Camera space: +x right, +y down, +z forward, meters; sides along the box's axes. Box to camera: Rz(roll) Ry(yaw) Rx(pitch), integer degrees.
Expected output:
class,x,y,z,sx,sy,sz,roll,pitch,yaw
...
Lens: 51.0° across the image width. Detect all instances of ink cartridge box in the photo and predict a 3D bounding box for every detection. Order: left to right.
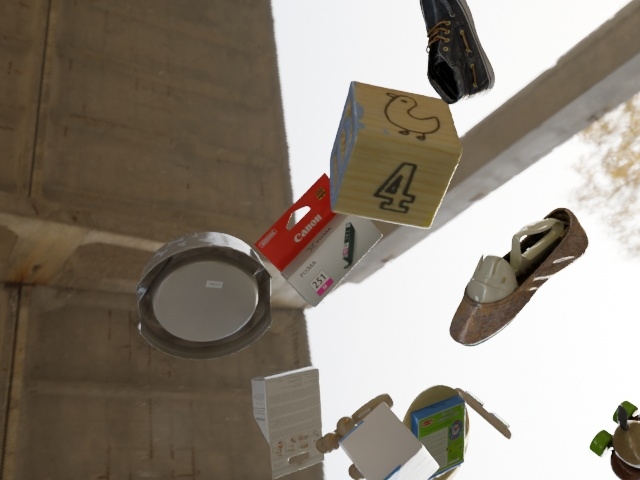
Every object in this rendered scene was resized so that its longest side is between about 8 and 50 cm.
class,x,y,z,sx,sy,sz,roll,pitch,yaw
ink cartridge box,-0.077,0.440,1.646,0.189,0.066,0.233,0,-91,-47
ink cartridge box,0.000,0.000,1.765,0.275,0.060,0.239,-46,-57,-8
ink cartridge box,0.105,0.321,0.993,0.090,0.092,0.143,44,171,36

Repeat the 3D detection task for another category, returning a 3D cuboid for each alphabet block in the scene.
class,x,y,z,sx,sy,sz,roll,pitch,yaw
alphabet block,0.133,-0.161,1.272,0.197,0.194,0.192,9,-139,-9

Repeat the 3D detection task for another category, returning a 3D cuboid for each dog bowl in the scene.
class,x,y,z,sx,sy,sz,roll,pitch,yaw
dog bowl,-0.281,0.131,1.638,0.348,0.349,0.102,22,-154,-27

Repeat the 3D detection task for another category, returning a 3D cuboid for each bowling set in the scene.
class,x,y,z,sx,sy,sz,roll,pitch,yaw
bowling set,0.102,0.452,1.403,0.154,0.287,0.200,-26,-111,-15

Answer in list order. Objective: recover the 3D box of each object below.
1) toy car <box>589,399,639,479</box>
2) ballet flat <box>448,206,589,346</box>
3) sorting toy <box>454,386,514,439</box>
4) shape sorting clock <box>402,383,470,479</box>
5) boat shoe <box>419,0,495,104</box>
class,x,y,z,sx,sy,sz,roll,pitch,yaw
toy car,0.585,0.356,1.212,0.149,0.155,0.188,-46,-40,-11
ballet flat,0.325,0.047,1.136,0.316,0.107,0.106,-38,-57,-19
sorting toy,0.463,0.480,1.876,0.193,0.038,0.208,40,177,23
shape sorting clock,0.219,0.380,1.291,0.206,0.040,0.206,-5,-81,-40
boat shoe,0.172,-0.277,0.924,0.083,0.065,0.184,-26,-93,-38
